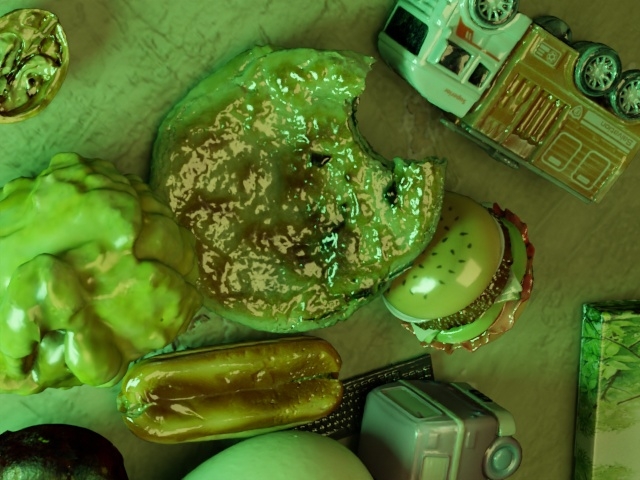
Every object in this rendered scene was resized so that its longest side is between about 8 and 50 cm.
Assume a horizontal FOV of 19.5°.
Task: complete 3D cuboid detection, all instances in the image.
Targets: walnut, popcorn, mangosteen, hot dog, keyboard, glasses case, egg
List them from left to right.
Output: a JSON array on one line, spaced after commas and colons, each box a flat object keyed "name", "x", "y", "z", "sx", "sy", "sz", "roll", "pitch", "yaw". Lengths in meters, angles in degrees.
[{"name": "walnut", "x": -0.293, "y": -0.168, "z": 1.775, "sx": 0.091, "sy": 0.052, "sz": 0.121, "roll": 37, "pitch": 84, "yaw": -24}, {"name": "mangosteen", "x": -0.266, "y": 0.265, "z": 1.810, "sx": 0.166, "sy": 0.180, "sz": 0.166, "roll": -6, "pitch": 132, "yaw": -6}, {"name": "popcorn", "x": -0.232, "y": 0.030, "z": 1.753, "sx": 0.195, "sy": 0.256, "sz": 0.255, "roll": 83, "pitch": 21, "yaw": -50}, {"name": "hot dog", "x": -0.090, "y": 0.154, "z": 1.927, "sx": 0.249, "sy": 0.068, "sz": 0.100, "roll": -5, "pitch": 93, "yaw": -24}, {"name": "egg", "x": -0.071, "y": 0.291, "z": 1.907, "sx": 0.286, "sy": 0.174, "sz": 0.264, "roll": -10, "pitch": 150, "yaw": -1}, {"name": "keyboard", "x": 0.033, "y": 0.180, "z": 2.016, "sx": 0.202, "sy": 0.011, "sz": 0.067, "roll": -17, "pitch": 109, "yaw": -19}, {"name": "glasses case", "x": 0.340, "y": 0.206, "z": 2.126, "sx": 0.095, "sy": 0.062, "sz": 0.272, "roll": -1, "pitch": 102, "yaw": -17}]

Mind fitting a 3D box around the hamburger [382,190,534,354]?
[{"name": "hamburger", "x": 0.131, "y": 0.026, "z": 1.927, "sx": 0.175, "sy": 0.175, "sz": 0.137, "roll": -59, "pitch": 144, "yaw": -1}]

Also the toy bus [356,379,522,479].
[{"name": "toy bus", "x": 0.115, "y": 0.261, "z": 1.996, "sx": 0.142, "sy": 0.142, "sz": 0.202, "roll": 0, "pitch": 106, "yaw": -31}]

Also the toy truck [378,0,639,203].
[{"name": "toy truck", "x": 0.202, "y": -0.167, "z": 1.943, "sx": 0.305, "sy": 0.136, "sz": 0.162, "roll": 29, "pitch": 99, "yaw": -28}]

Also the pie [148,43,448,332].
[{"name": "pie", "x": -0.031, "y": -0.051, "z": 1.857, "sx": 0.302, "sy": 0.067, "sz": 0.302, "roll": 0, "pitch": 95, "yaw": 3}]
